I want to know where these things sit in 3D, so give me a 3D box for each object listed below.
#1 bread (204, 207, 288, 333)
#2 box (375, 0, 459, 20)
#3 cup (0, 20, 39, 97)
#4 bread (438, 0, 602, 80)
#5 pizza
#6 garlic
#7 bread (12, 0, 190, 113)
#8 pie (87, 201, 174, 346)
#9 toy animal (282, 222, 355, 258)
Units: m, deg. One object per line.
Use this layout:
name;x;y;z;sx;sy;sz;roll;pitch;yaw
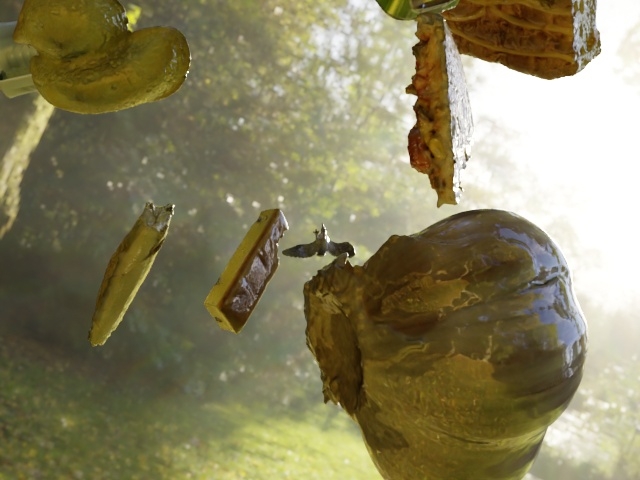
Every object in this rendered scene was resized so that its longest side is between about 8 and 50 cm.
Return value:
bread;-0.124;0.051;1.782;0.049;0.226;0.088;10;-34;34
box;0.174;-0.432;1.256;0.097;0.134;0.345;60;-27;19
cup;-0.410;-0.262;1.435;0.130;0.128;0.095;-8;-52;13
bread;0.327;-0.381;1.677;0.275;0.114;0.184;23;-33;36
pizza;0.119;-0.125;1.027;0.053;0.193;0.201;-4;-38;17
garlic;0.081;0.074;0.722;0.207;0.207;0.257;23;1;10
bread;-0.234;-0.199;1.048;0.188;0.149;0.065;2;35;8
pie;-0.329;0.058;1.684;0.068;0.282;0.128;25;25;-8
toy animal;0.000;0.000;1.125;0.084;0.050;0.028;2;-23;10
